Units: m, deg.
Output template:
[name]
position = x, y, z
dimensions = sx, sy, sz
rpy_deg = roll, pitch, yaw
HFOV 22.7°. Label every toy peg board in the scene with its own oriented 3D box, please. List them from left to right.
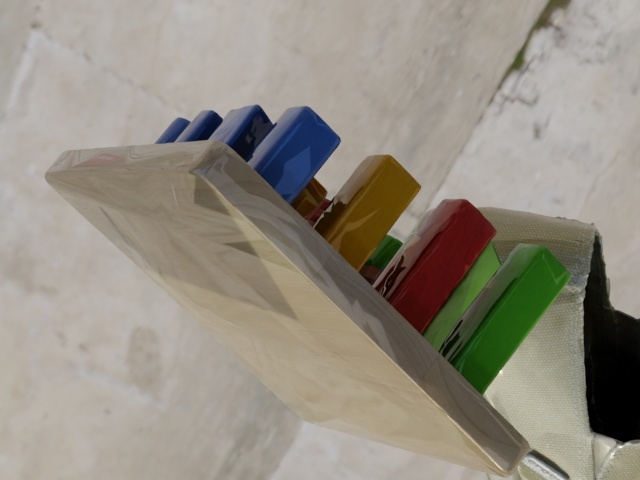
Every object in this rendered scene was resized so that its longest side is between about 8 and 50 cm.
[toy peg board]
position = 0.000, 0.000, 0.605
dimensions = 0.160, 0.079, 0.161
rpy_deg = 45, 162, -21

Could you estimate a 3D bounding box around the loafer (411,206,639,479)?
[loafer]
position = 0.128, 0.091, 0.758
dimensions = 0.092, 0.102, 0.268
rpy_deg = -10, 131, 31
